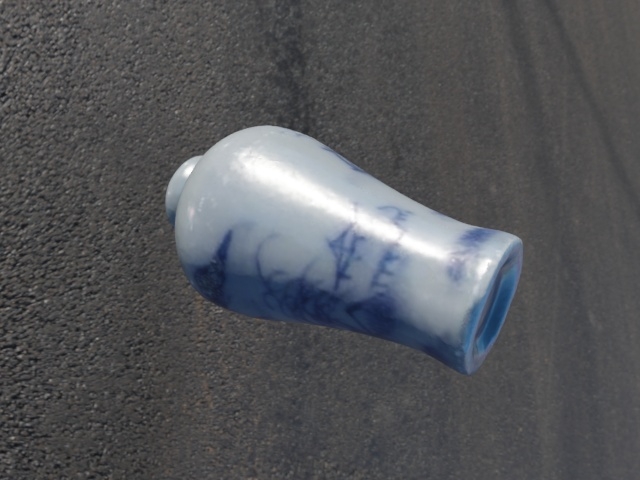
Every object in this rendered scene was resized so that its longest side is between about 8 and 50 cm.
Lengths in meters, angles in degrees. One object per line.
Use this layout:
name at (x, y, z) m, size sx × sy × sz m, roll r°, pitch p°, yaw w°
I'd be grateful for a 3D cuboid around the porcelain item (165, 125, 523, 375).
porcelain item at (0.000, 0.000, 0.396) m, size 0.141 × 0.259 × 0.141 m, roll -34°, pitch 133°, yaw -46°
